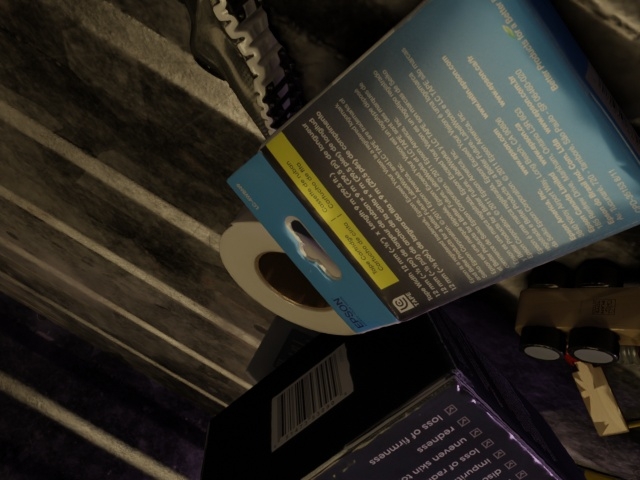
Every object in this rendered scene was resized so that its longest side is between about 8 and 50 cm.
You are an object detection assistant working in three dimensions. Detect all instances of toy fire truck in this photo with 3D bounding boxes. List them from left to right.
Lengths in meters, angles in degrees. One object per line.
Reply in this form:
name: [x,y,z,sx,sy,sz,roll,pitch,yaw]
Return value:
toy fire truck: [0.407,0.159,0.697,0.217,0.158,0.246,-7,144,41]

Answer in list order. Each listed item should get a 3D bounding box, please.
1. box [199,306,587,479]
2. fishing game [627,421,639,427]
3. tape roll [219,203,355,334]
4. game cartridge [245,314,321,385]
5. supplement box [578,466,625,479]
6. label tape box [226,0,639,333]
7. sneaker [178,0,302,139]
box: [0.128,0.399,0.875,0.480,0.297,0.472,-40,111,12]
fishing game: [0.667,0.381,0.878,0.264,0.041,0.189,37,146,4]
tape roll: [0.000,0.000,0.752,0.246,0.169,0.246,20,145,15]
game cartridge: [0.002,0.288,1.110,0.297,0.198,0.062,23,154,11]
supplement box: [0.576,0.681,1.205,0.194,0.195,0.356,9,141,28]
label tape box: [0.103,-0.069,0.526,0.348,0.115,0.249,-32,102,40]
sneaker: [-0.097,-0.218,0.624,0.106,0.078,0.234,8,138,33]
